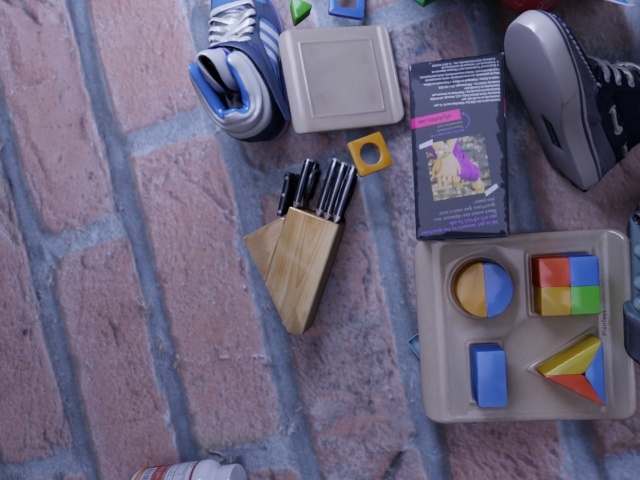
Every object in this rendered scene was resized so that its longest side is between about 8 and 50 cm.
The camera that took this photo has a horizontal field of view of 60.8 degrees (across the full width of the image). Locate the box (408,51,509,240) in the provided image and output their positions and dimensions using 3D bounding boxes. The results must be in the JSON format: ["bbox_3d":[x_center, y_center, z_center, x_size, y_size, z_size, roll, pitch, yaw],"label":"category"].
[{"bbox_3d":[0.222,-0.141,0.880,0.143,0.165,0.271,-2,95,13],"label":"box"}]

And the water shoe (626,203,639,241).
[{"bbox_3d":[0.568,-0.067,0.868,0.080,0.073,0.203,32,97,-24],"label":"water shoe"}]

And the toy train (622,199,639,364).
[{"bbox_3d":[0.542,0.046,0.788,0.190,0.142,0.334,-17,114,-5],"label":"toy train"}]

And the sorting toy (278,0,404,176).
[{"bbox_3d":[0.035,-0.276,0.950,0.195,0.047,0.348,-9,85,-11],"label":"sorting toy"}]

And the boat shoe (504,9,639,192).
[{"bbox_3d":[0.387,-0.227,0.787,0.158,0.340,0.127,-39,47,7],"label":"boat shoe"}]

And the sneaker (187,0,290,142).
[{"bbox_3d":[-0.143,-0.326,0.912,0.130,0.236,0.323,-12,92,13],"label":"sneaker"}]

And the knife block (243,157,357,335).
[{"bbox_3d":[0.000,0.000,0.982,0.241,0.088,0.276,-26,88,14],"label":"knife block"}]

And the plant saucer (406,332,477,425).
[{"bbox_3d":[0.241,0.238,0.983,0.067,0.018,0.192,-40,86,13],"label":"plant saucer"}]

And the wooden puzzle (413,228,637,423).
[{"bbox_3d":[0.338,0.150,0.910,0.347,0.080,0.323,-3,92,10],"label":"wooden puzzle"}]

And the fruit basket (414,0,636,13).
[{"bbox_3d":[0.257,-0.414,0.776,0.352,0.327,0.166,18,122,13],"label":"fruit basket"}]

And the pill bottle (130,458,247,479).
[{"bbox_3d":[-0.256,0.496,1.063,0.215,0.121,0.121,-12,92,14],"label":"pill bottle"}]
